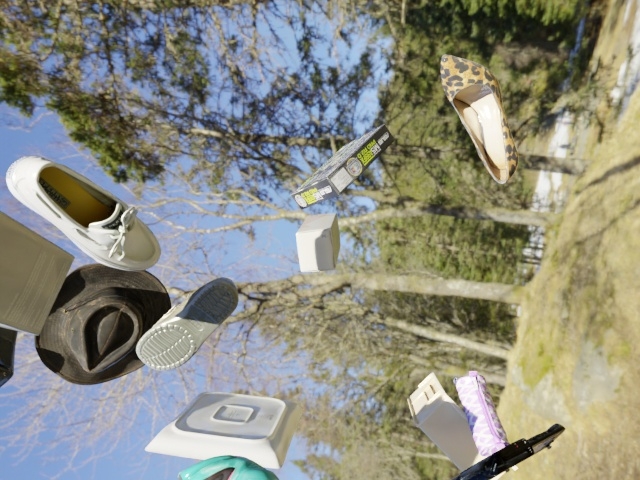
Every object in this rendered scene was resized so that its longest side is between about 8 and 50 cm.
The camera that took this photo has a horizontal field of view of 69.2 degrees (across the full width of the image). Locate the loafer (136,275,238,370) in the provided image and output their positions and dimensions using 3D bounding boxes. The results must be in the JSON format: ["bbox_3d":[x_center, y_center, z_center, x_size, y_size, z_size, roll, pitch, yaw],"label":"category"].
[{"bbox_3d":[-0.248,0.159,0.895,0.094,0.251,0.087,51,-167,-11],"label":"loafer"}]

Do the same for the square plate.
[{"bbox_3d":[-0.239,0.497,1.276,0.347,0.344,0.049,-26,-61,-82],"label":"square plate"}]

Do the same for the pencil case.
[{"bbox_3d":[0.419,0.445,1.198,0.088,0.086,0.206,99,165,-47],"label":"pencil case"}]

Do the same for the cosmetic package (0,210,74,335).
[{"bbox_3d":[-0.429,0.023,0.560,0.238,0.107,0.127,70,-148,-62],"label":"cosmetic package"}]

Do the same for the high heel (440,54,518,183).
[{"bbox_3d":[0.318,-0.237,0.922,0.261,0.093,0.186,32,-129,-36],"label":"high heel"}]

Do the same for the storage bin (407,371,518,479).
[{"bbox_3d":[0.397,0.547,1.354,0.123,0.262,0.260,-45,-5,3],"label":"storage bin"}]

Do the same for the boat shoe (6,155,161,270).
[{"bbox_3d":[-0.447,-0.043,0.972,0.367,0.156,0.136,53,-126,-44],"label":"boat shoe"}]

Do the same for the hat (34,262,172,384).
[{"bbox_3d":[-0.511,0.225,1.114,0.331,0.134,0.331,-8,-71,-25],"label":"hat"}]

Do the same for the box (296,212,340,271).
[{"bbox_3d":[0.000,0.000,1.672,0.311,0.121,0.148,-64,-32,-77],"label":"box"}]

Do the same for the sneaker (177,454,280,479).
[{"bbox_3d":[-0.201,0.467,0.744,0.295,0.178,0.124,-41,-54,-21],"label":"sneaker"}]

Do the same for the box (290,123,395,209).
[{"bbox_3d":[0.063,-0.210,1.340,0.270,0.216,0.060,-46,-75,-27],"label":"box"}]

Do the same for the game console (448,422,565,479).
[{"bbox_3d":[0.441,0.492,1.055,0.361,0.044,0.213,-6,-39,-32],"label":"game console"}]

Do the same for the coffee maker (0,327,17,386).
[{"bbox_3d":[-0.786,0.248,1.095,0.120,0.178,0.171,15,-62,-37],"label":"coffee maker"}]
